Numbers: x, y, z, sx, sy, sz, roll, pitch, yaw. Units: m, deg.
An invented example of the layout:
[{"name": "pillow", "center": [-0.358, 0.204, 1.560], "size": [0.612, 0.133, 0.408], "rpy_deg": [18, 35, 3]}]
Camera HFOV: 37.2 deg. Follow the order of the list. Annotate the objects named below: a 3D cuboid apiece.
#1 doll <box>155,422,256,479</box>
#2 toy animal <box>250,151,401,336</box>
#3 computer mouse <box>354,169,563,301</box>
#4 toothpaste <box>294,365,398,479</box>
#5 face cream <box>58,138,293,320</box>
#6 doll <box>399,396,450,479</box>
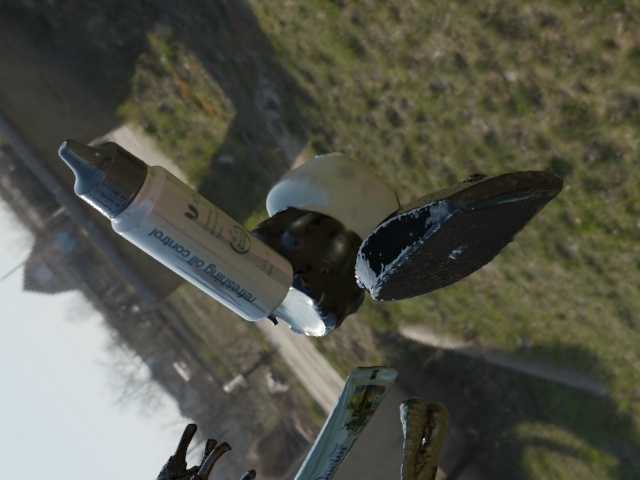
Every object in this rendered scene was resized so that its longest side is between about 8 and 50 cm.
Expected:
[{"name": "doll", "center": [-0.156, 0.300, 1.093], "size": [0.057, 0.165, 0.139], "rpy_deg": [48, 159, -26]}, {"name": "toy animal", "center": [-0.003, 0.002, 1.450], "size": [0.212, 0.267, 0.212], "rpy_deg": [24, 150, 15]}, {"name": "computer mouse", "center": [0.142, -0.019, 1.089], "size": [0.295, 0.168, 0.087], "rpy_deg": [-50, 56, 55]}, {"name": "toothpaste", "center": [0.015, 0.246, 1.151], "size": [0.067, 0.255, 0.037], "rpy_deg": [7, -146, -32]}, {"name": "face cream", "center": [-0.165, -0.019, 1.076], "size": [0.311, 0.092, 0.092], "rpy_deg": [39, 176, -32]}, {"name": "doll", "center": [0.104, 0.325, 1.098], "size": [0.202, 0.091, 0.286], "rpy_deg": [5, -114, -48]}]
